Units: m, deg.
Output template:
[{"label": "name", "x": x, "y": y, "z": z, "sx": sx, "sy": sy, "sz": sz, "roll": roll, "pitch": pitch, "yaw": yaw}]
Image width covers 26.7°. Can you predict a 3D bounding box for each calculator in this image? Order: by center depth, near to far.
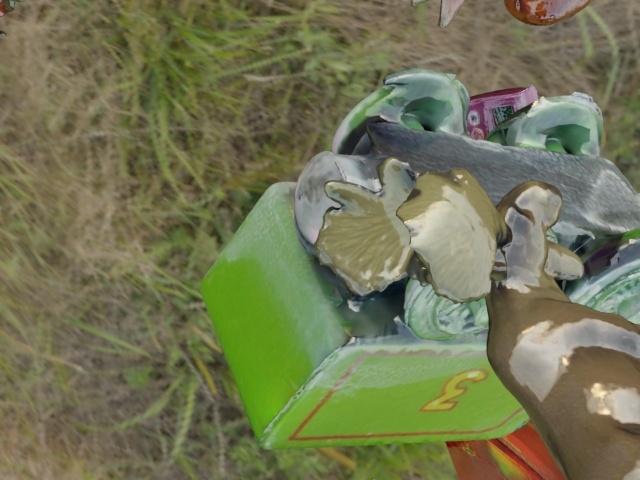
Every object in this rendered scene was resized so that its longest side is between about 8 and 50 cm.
[{"label": "calculator", "x": 0.182, "y": -0.121, "z": 1.659, "sx": 0.190, "sy": 0.034, "sz": 0.127, "roll": -14, "pitch": 128, "yaw": 6}]

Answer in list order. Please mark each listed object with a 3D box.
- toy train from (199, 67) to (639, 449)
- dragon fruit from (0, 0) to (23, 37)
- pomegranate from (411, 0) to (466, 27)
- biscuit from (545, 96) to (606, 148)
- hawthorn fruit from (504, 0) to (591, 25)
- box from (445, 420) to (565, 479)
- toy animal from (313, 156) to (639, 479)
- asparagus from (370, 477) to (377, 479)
[{"label": "toy train", "x": 0.091, "y": 0.026, "z": 0.905, "sx": 0.307, "sy": 0.173, "sz": 0.249, "roll": 3, "pitch": 138, "yaw": -36}, {"label": "dragon fruit", "x": -0.483, "y": -0.314, "z": 1.536, "sx": 0.234, "sy": 0.293, "sz": 0.234, "roll": 10, "pitch": 90, "yaw": -74}, {"label": "pomegranate", "x": 0.260, "y": -0.429, "z": 1.820, "sx": 0.290, "sy": 0.291, "sz": 0.323, "roll": 11, "pitch": 102, "yaw": -33}, {"label": "biscuit", "x": 0.306, "y": -0.148, "z": 1.923, "sx": 0.181, "sy": 0.208, "sz": 0.049, "roll": -38, "pitch": 119, "yaw": -24}, {"label": "hawthorn fruit", "x": 0.220, "y": -0.242, "z": 1.266, "sx": 0.093, "sy": 0.081, "sz": 0.081, "roll": -12, "pitch": 112, "yaw": -28}, {"label": "box", "x": 0.192, "y": 0.179, "z": 1.182, "sx": 0.089, "sy": 0.197, "sz": 0.313, "roll": -39, "pitch": 143, "yaw": -14}, {"label": "toy animal", "x": 0.105, "y": 0.044, "z": 0.589, "sx": 0.186, "sy": 0.214, "sz": 0.094, "roll": 5, "pitch": 134, "yaw": -31}, {"label": "asparagus", "x": 0.002, "y": 0.391, "z": 1.603, "sx": 0.024, "sy": 0.025, "sz": 0.248, "roll": 34, "pitch": 89, "yaw": -27}]
